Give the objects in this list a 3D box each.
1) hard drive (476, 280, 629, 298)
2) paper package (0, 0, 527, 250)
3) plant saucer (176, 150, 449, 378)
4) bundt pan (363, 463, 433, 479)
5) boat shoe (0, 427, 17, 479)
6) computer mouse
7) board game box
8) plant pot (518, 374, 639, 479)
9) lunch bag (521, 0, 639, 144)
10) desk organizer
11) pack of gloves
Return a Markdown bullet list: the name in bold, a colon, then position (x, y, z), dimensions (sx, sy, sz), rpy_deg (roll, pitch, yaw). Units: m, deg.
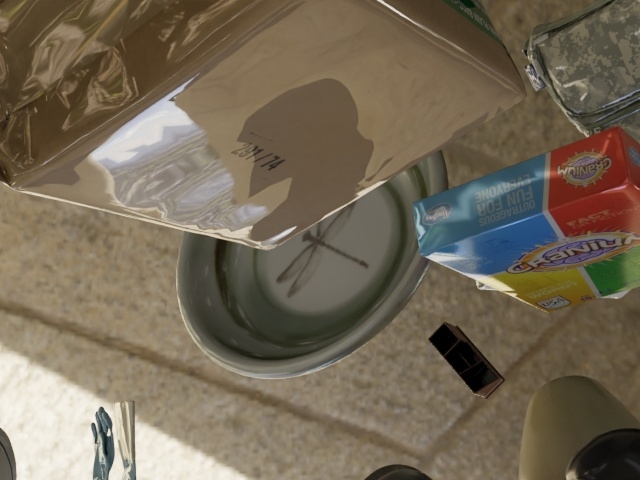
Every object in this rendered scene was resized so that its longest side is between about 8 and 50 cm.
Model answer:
- **hard drive**: position (0.464, 0.037, 2.013), dimensions (0.307, 0.040, 0.203), rpy_deg (5, 146, -21)
- **paper package**: position (-0.048, -0.145, 0.868), dimensions (0.309, 0.168, 0.325), rpy_deg (-29, 156, 26)
- **plant saucer**: position (0.000, 0.000, 1.412), dimensions (0.400, 0.400, 0.100), rpy_deg (-30, 139, 20)
- **bundt pan**: position (0.172, 0.421, 1.462), dimensions (0.124, 0.331, 0.331), rpy_deg (-46, 126, -11)
- **boat shoe**: position (-0.410, 0.327, 1.306), dimensions (0.083, 0.076, 0.226), rpy_deg (10, 110, -7)
- **computer mouse**: position (0.223, 0.151, 0.715), dimensions (0.071, 0.041, 0.242), rpy_deg (-39, 147, 20)
- **board game box**: position (0.288, -0.010, 1.238), dimensions (0.242, 0.064, 0.316), rpy_deg (-21, 154, 32)
- **plant pot**: position (0.395, 0.338, 1.629), dimensions (0.256, 0.274, 0.256), rpy_deg (-2, 127, -3)
- **lunch bag**: position (0.524, -0.308, 1.836), dimensions (0.305, 0.212, 0.256), rpy_deg (-25, 121, 40)
- **desk organizer**: position (0.237, 0.195, 1.812), dimensions (0.047, 0.130, 0.050), rpy_deg (-47, 147, 11)
- **pack of gloves**: position (-0.323, 0.383, 1.810), dimensions (0.046, 0.232, 0.195), rpy_deg (3, 169, -30)
